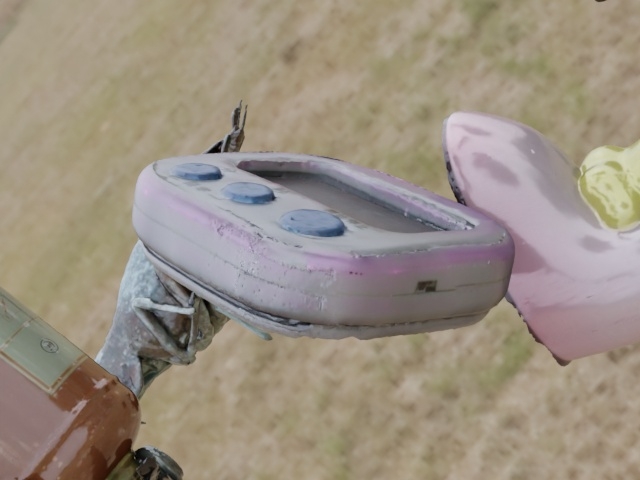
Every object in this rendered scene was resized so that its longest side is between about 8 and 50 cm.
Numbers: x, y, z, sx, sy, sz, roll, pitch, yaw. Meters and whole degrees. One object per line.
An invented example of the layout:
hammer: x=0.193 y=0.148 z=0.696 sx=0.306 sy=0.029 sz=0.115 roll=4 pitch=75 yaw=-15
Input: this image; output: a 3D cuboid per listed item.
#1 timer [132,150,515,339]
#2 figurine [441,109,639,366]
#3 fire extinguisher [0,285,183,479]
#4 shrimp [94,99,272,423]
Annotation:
timer: x=0.000 y=0.000 z=0.904 sx=0.208 sy=0.191 sz=0.069 roll=25 pitch=112 yaw=45
figurine: x=0.242 y=-0.111 z=0.982 sx=0.315 sy=0.206 sz=0.284 roll=-27 pitch=45 yaw=28
fire extinguisher: x=-0.099 y=0.030 z=0.405 sx=0.050 sy=0.177 sz=0.062 roll=-51 pitch=-3 yaw=-28
shrimp: x=-0.126 y=0.075 z=1.407 sx=0.410 sy=0.166 sz=0.221 roll=-58 pitch=5 yaw=-2
